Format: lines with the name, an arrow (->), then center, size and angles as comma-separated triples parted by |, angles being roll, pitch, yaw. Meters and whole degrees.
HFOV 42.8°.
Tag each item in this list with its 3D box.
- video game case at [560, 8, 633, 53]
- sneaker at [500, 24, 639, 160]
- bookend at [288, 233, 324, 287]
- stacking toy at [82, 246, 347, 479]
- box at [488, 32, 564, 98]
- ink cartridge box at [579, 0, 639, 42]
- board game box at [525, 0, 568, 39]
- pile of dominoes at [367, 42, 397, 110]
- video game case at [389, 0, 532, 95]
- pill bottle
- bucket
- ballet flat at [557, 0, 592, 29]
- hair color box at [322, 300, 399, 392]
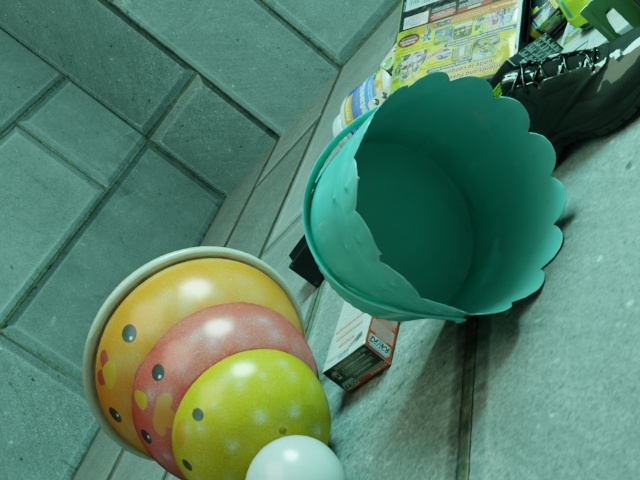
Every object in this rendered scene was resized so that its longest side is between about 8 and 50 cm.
video game case -> 0.436, -0.340, 1.177 | 0.227, 0.026, 0.206 | -37, 20, 51
sneaker -> 0.298, -0.182, 1.012 | 0.286, 0.130, 0.109 | -40, 17, 39
bookend -> 0.000, 0.000, 1.665 | 0.157, 0.072, 0.156 | -53, 12, 1
stacking toy -> -0.099, 0.225, 1.077 | 0.350, 0.350, 0.480 | -54, 29, -4
box -> 0.261, -0.203, 1.195 | 0.191, 0.045, 0.184 | -38, -15, -51
ink cartridge box -> 0.425, -0.315, 0.967 | 0.209, 0.109, 0.062 | -49, 13, 16
board game box -> 0.385, -0.438, 1.382 | 0.141, 0.048, 0.170 | -45, 45, 30
pile of dominoes -> 0.203, -0.285, 1.508 | 0.196, 0.040, 0.251 | -53, 46, 5
video game case -> 0.246, -0.372, 1.444 | 0.275, 0.035, 0.248 | -6, 70, 45
pill bottle -> 0.135, -0.280, 1.756 | 0.272, 0.152, 0.152 | -29, 27, 58
bucket -> 0.123, -0.035, 0.956 | 0.281, 0.281, 0.183 | -59, 11, -25
ballet flat -> 0.416, -0.415, 1.212 | 0.231, 0.077, 0.077 | -57, 13, -19
hair color box -> 0.066, 0.125, 1.167 | 0.093, 0.053, 0.167 | -41, 16, 36
